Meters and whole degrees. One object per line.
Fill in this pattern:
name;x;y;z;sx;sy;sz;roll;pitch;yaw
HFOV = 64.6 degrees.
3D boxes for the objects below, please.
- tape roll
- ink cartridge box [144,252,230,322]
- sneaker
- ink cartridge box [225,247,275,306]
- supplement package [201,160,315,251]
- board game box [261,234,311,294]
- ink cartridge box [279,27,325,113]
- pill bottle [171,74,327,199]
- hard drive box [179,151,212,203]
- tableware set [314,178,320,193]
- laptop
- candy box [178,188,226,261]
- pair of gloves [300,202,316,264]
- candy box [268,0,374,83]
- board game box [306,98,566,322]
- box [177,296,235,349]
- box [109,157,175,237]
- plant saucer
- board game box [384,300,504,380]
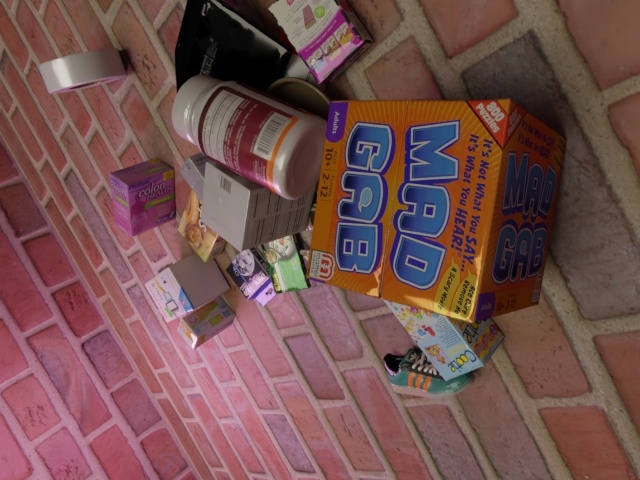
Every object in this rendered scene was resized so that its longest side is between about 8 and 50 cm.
tape roll;-0.866;-0.620;1.858;0.286;0.286;0.100;2;115;42
ink cartridge box;-0.552;0.187;2.092;0.270;0.197;0.198;-28;93;48
sneaker;0.302;0.382;1.486;0.302;0.108;0.121;-18;105;48
ink cartridge box;-0.249;0.139;1.900;0.208;0.045;0.206;51;136;6
supplement package;-0.182;-0.126;1.498;0.199;0.263;0.198;34;126;32
board game box;-0.127;0.046;1.692;0.136;0.030;0.259;-12;97;25
ink cartridge box;-0.065;-0.477;1.372;0.181;0.056;0.224;30;132;27
pill bottle;-0.187;-0.283;1.338;0.392;0.224;0.224;29;130;22
hard drive box;-0.320;-0.186;1.678;0.232;0.181;0.089;55;137;4
tableware set;0.038;-0.166;1.479;0.169;0.020;0.141;38;134;21
laptop;-0.282;-0.561;1.506;0.408;0.236;0.382;33;136;-4
candy box;-0.417;-0.084;1.893;0.183;0.087;0.316;47;136;12
pair of gloves;0.000;0.000;1.591;0.204;0.042;0.240;-2;107;48
candy box;0.000;-0.529;1.247;0.159;0.071;0.233;-34;89;34
board game box;0.237;-0.066;1.025;0.356;0.356;0.356;12;97;38
box;-0.474;0.341;2.105;0.114;0.203;0.103;44;135;15
box;-0.698;-0.172;2.009;0.117;0.213;0.243;30;130;27
plant saucer;-0.040;-0.316;1.385;0.278;0.041;0.278;26;139;24
board game box;0.323;0.202;1.338;0.275;0.142;0.144;53;137;6
